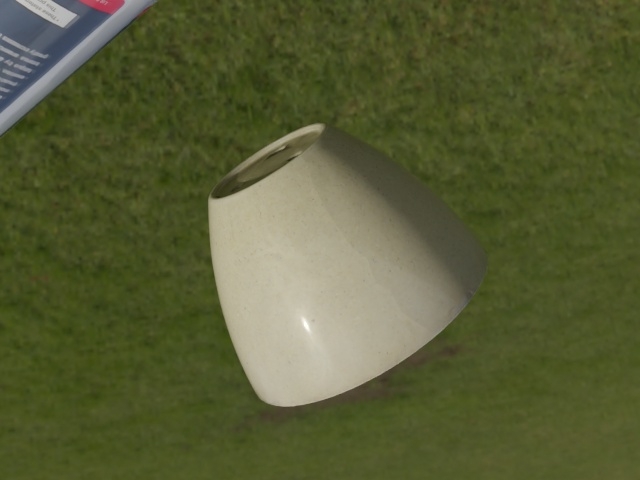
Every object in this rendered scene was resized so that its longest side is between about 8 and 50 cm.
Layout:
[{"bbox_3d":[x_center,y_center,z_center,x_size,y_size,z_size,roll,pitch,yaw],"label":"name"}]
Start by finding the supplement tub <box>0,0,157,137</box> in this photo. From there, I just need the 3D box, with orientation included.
[{"bbox_3d":[-0.233,-0.153,0.622,0.272,0.191,0.191,-35,151,20],"label":"supplement tub"}]

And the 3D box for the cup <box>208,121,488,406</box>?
[{"bbox_3d":[0.000,0.000,1.259,0.331,0.237,0.331,-29,-164,9],"label":"cup"}]
